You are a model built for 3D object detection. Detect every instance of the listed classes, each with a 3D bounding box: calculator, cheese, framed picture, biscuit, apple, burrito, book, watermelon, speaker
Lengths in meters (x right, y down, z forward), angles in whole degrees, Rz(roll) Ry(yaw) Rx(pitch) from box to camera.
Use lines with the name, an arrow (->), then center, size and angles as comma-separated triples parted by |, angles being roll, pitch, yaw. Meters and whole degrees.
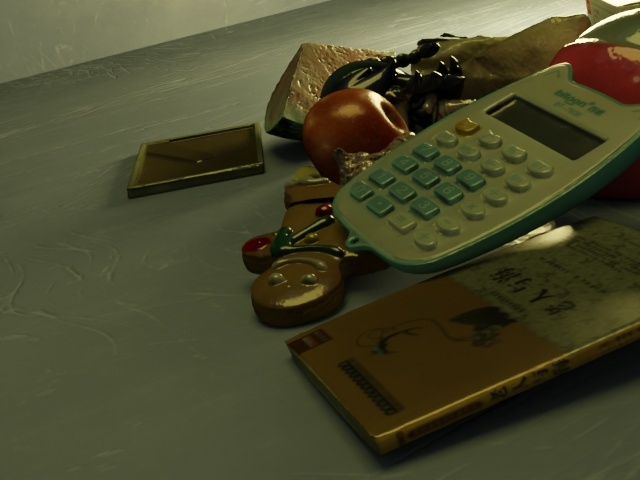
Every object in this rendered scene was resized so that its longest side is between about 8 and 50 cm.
calculator -> 0.194, -0.081, 1.282 | 0.386, 0.054, 0.256 | -28, 34, -14
cheese -> -0.003, -0.096, 1.699 | 0.083, 0.030, 0.044 | 7, 43, 30
framed picture -> -0.220, -0.151, 1.979 | 0.240, 0.020, 0.324 | -11, 19, -2
biscuit -> 0.000, 0.000, 1.328 | 0.196, 0.049, 0.301 | -3, 32, 23
apple -> 0.057, -0.149, 1.615 | 0.139, 0.163, 0.163 | -23, 13, 26
burrito -> 0.323, -0.284, 1.873 | 0.331, 0.190, 0.135 | -4, 63, 30
book -> 0.179, 0.075, 1.065 | 0.388, 0.032, 0.269 | -22, 19, -14
watermelon -> 0.015, -0.264, 1.967 | 0.260, 0.176, 0.256 | 4, 20, -24
speaker -> 0.430, -0.172, 1.465 | 0.294, 0.294, 0.294 | -9, 19, 3

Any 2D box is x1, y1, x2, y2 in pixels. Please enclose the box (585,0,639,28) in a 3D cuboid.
box -> 0.585, -0.412, 2.117 | 0.079, 0.135, 0.269 | -13, 19, 4

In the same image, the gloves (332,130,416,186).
gloves -> 0.086, -0.087, 1.506 | 0.144, 0.110, 0.094 | -15, 17, -14

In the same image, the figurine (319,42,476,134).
figurine -> 0.130, -0.219, 1.774 | 0.264, 0.175, 0.197 | -8, 27, -14

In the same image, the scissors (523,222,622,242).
scissors -> 0.292, 0.031, 1.183 | 0.118, 0.031, 0.242 | -10, 20, 4
